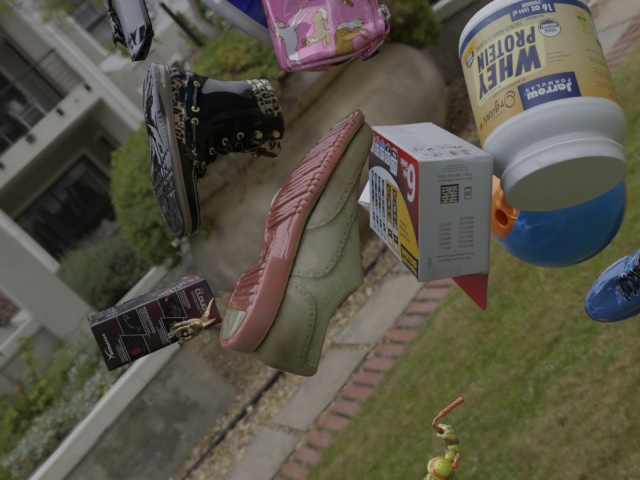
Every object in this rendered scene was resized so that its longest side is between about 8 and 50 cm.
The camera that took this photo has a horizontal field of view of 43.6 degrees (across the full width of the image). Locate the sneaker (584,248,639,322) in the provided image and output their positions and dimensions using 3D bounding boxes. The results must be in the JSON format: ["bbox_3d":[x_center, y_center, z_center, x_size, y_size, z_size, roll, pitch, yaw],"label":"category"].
[{"bbox_3d":[0.702,0.059,1.717,0.330,0.130,0.147,-43,-28,24],"label":"sneaker"}]

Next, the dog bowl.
[{"bbox_3d":[-0.127,-0.477,1.594,0.104,0.265,0.265,-55,10,15],"label":"dog bowl"}]

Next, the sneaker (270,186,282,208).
[{"bbox_3d":[-0.050,-0.110,1.812,0.121,0.099,0.262,-14,-8,-42],"label":"sneaker"}]

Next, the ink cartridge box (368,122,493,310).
[{"bbox_3d":[0.184,-0.046,1.410,0.130,0.272,0.309,-6,18,-10],"label":"ink cartridge box"}]

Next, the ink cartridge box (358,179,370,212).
[{"bbox_3d":[0.243,-0.109,2.034,0.114,0.273,0.197,17,76,42],"label":"ink cartridge box"}]

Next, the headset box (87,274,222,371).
[{"bbox_3d":[-0.363,0.172,1.797,0.293,0.110,0.218,-23,7,-17],"label":"headset box"}]

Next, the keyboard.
[{"bbox_3d":[-0.369,-0.479,1.467,0.033,0.317,0.201,-12,-8,-30],"label":"keyboard"}]

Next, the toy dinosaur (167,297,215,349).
[{"bbox_3d":[-0.249,0.172,1.595,0.092,0.053,0.183,-26,8,5],"label":"toy dinosaur"}]

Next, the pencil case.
[{"bbox_3d":[-0.019,-0.429,1.097,0.167,0.386,0.160,-17,10,-14],"label":"pencil case"}]

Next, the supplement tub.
[{"bbox_3d":[0.367,-0.229,1.323,0.228,0.228,0.316,-31,58,43],"label":"supplement tub"}]

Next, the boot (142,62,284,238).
[{"bbox_3d":[-0.216,-0.196,1.704,0.284,0.378,0.138,-3,-19,-29],"label":"boot"}]

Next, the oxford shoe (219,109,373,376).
[{"bbox_3d":[0.000,0.000,1.124,0.140,0.146,0.397,-19,43,64],"label":"oxford shoe"}]

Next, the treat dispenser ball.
[{"bbox_3d":[0.480,-0.087,1.650,0.288,0.288,0.288,-41,13,12],"label":"treat dispenser ball"}]

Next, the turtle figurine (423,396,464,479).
[{"bbox_3d":[0.208,0.427,1.409,0.217,0.087,0.269,92,-158,-48],"label":"turtle figurine"}]
